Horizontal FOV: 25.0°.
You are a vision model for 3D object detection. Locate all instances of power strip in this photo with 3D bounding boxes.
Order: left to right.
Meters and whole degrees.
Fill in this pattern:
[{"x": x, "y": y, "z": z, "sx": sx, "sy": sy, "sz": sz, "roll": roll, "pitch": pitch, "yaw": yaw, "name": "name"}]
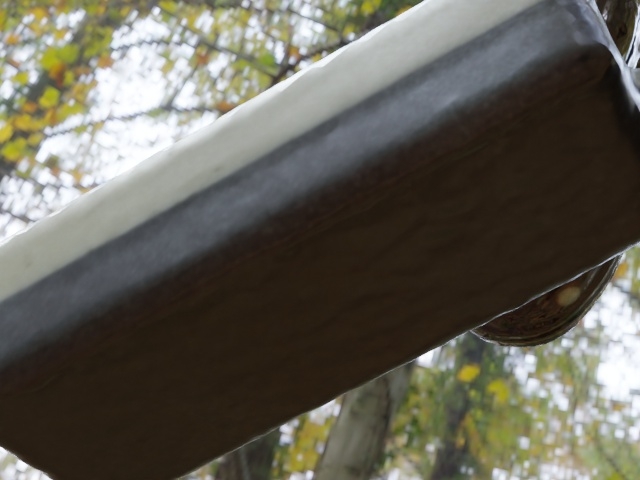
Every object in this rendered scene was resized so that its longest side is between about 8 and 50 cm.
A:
[{"x": 0.000, "y": 0.000, "z": 0.496, "sx": 0.257, "sy": 0.070, "sz": 0.105, "roll": -27, "pitch": -38, "yaw": 12, "name": "power strip"}]

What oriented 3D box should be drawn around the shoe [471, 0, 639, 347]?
[{"x": 0.206, "y": -0.100, "z": 1.358, "sx": 0.171, "sy": 0.384, "sz": 0.237, "roll": 17, "pitch": -10, "yaw": 31, "name": "shoe"}]
